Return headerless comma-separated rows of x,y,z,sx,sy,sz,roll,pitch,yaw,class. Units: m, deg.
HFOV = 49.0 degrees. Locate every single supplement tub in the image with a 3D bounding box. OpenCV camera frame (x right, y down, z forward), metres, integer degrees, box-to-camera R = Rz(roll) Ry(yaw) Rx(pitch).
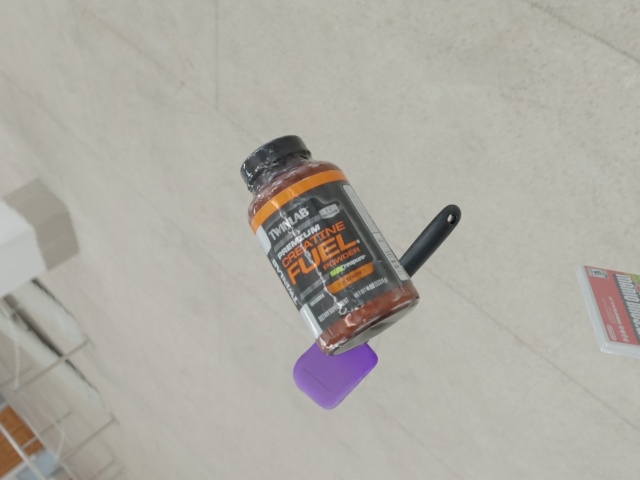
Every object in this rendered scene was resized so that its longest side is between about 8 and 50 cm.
0.000,0.000,0.654,0.198,0.106,0.106,58,151,15,supplement tub

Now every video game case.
0.611,0.138,1.237,0.285,0.204,0.025,10,128,-2,video game case

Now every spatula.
0.078,0.071,0.848,0.084,0.296,0.030,43,168,-23,spatula
